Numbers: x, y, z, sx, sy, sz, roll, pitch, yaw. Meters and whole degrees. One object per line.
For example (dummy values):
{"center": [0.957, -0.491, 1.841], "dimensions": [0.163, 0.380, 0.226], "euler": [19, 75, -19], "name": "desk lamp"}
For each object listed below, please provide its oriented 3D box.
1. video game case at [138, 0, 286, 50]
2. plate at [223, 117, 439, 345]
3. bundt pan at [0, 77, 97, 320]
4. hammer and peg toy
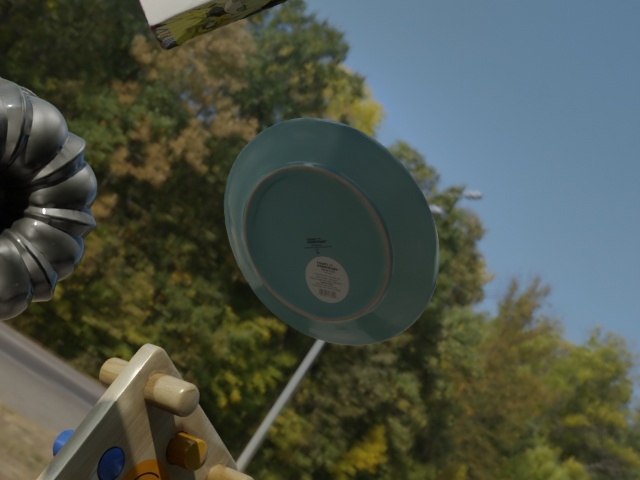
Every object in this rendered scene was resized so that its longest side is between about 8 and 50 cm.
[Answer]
{"center": [-0.042, -0.259, 0.636], "dimensions": [0.042, 0.210, 0.232], "euler": [65, 4, -76], "name": "video game case"}
{"center": [0.000, 0.000, 0.788], "dimensions": [0.188, 0.024, 0.188], "euler": [13, -63, 26], "name": "plate"}
{"center": [-0.411, -0.048, 1.265], "dimensions": [0.124, 0.330, 0.331], "euler": [9, -26, 47], "name": "bundt pan"}
{"center": [-0.234, 0.316, 1.105], "dimensions": [0.127, 0.361, 0.265], "euler": [13, -38, 34], "name": "hammer and peg toy"}
